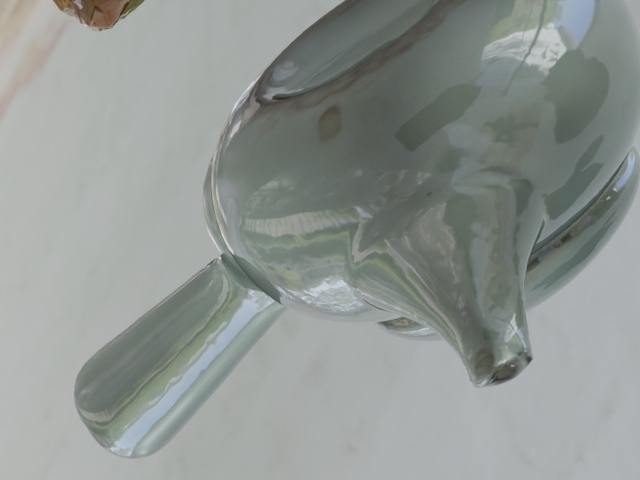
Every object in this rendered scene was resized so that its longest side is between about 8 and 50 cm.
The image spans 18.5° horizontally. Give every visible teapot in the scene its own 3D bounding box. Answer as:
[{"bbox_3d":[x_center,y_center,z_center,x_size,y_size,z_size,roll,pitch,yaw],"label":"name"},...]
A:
[{"bbox_3d":[0.015,-0.021,0.914,0.318,0.149,0.220,-15,-154,49],"label":"teapot"}]

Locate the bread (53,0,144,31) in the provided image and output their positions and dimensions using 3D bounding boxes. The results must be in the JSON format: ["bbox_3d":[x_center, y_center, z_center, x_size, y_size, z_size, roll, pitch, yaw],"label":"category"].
[{"bbox_3d":[-0.017,-0.207,0.470,0.274,0.185,0.114,-44,-168,4],"label":"bread"}]
